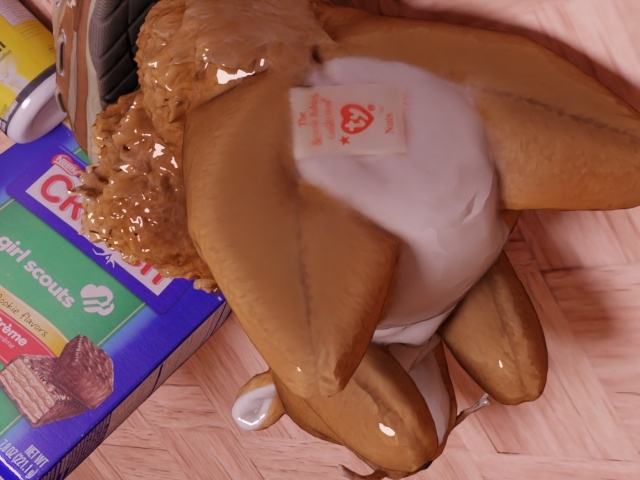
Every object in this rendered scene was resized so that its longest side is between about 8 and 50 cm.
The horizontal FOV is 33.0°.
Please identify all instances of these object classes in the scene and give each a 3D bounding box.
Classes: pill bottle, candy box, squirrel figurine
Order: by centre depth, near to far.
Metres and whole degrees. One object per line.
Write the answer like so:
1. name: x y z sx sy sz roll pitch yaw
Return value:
1. squirrel figurine: 0.000 0.000 0.822 0.397 0.281 0.370 44 158 23
2. pill bottle: -0.322 -0.190 1.052 0.184 0.103 0.103 44 146 3
3. candy box: -0.271 0.062 1.067 0.268 0.317 0.122 42 144 4

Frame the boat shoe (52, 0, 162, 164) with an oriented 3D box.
1. boat shoe: -0.174 -0.175 0.901 0.120 0.123 0.324 46 146 17
